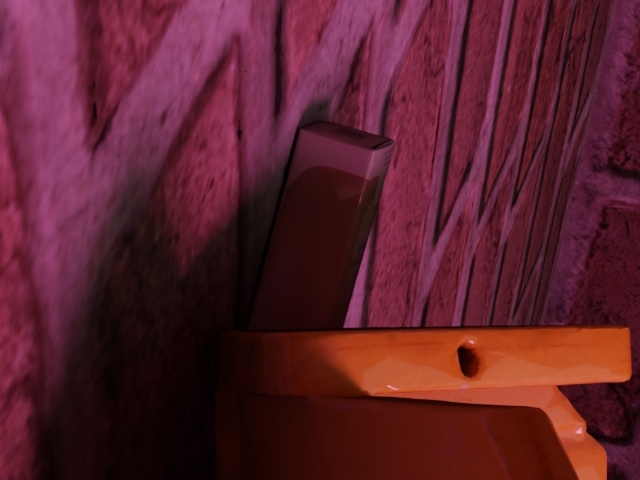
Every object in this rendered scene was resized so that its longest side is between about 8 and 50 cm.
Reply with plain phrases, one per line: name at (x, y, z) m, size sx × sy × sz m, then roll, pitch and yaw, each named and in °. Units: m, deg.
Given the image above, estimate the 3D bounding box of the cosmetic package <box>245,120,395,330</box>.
cosmetic package at (0.000, 0.000, 1.006) m, size 0.060 × 0.041 × 0.115 m, roll -35°, pitch 141°, yaw -74°

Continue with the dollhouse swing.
dollhouse swing at (0.109, 0.210, 0.869) m, size 0.315 × 0.305 × 0.346 m, roll 1°, pitch 87°, yaw -38°
